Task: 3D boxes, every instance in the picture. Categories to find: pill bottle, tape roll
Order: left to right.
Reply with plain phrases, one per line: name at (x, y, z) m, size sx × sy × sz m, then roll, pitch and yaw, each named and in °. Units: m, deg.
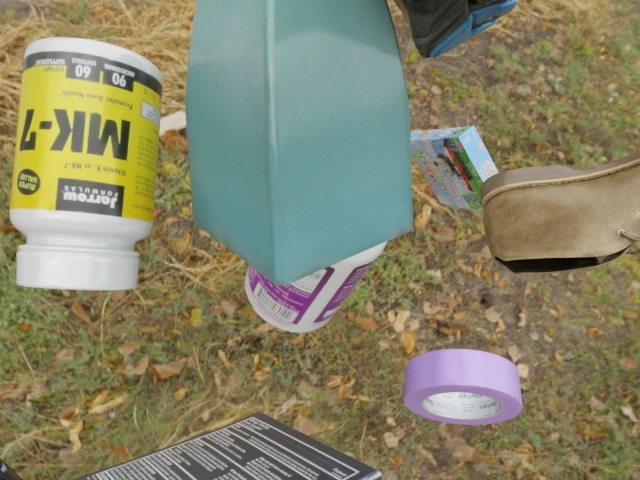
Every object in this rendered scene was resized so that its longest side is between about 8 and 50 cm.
pill bottle at (-0.212, -0.062, 0.464) m, size 0.119 × 0.119 × 0.208 m, roll 4°, pitch 87°, yaw -16°
pill bottle at (0.000, 0.000, 0.763) m, size 0.169 × 0.301 × 0.169 m, roll 13°, pitch 49°, yaw -16°
tape roll at (0.345, 0.365, 1.245) m, size 0.275 × 0.275 × 0.090 m, roll 14°, pitch 54°, yaw -8°

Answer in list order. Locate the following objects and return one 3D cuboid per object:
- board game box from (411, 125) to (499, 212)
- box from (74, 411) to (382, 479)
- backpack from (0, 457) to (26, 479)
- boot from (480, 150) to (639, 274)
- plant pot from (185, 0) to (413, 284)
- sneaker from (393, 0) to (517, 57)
board game box at (0.245, -0.129, 0.925) m, size 0.039 × 0.211 × 0.160 m, roll -37°, pitch 107°, yaw -6°
box at (-0.117, 0.384, 0.654) m, size 0.294 × 0.296 × 0.182 m, roll -9°, pitch 95°, yaw -37°
backpack at (-0.690, 0.560, 1.025) m, size 0.191 × 0.225 × 0.253 m, roll -42°, pitch 111°, yaw -8°
boot at (0.329, -0.026, 0.533) m, size 0.305 × 0.112 × 0.115 m, roll -9°, pitch 57°, yaw 27°
plant pot at (-0.022, -0.118, 0.464) m, size 0.166 × 0.234 × 0.165 m, roll -21°, pitch 34°, yaw -33°
sneaker at (0.063, -0.224, 0.309) m, size 0.125 × 0.341 × 0.139 m, roll -30°, pitch 87°, yaw 9°
